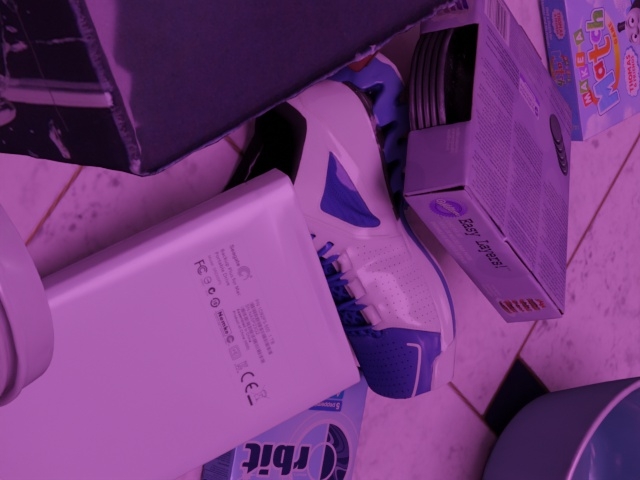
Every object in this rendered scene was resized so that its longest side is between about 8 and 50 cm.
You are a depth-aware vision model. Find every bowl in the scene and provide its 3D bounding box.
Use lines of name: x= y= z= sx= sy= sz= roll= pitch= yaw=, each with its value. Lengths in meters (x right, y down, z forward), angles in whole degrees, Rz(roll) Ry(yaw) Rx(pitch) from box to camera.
bowl: x=0.287 y=0.284 z=1.582 sx=0.312 sy=0.163 sz=0.311 roll=-8 pitch=102 yaw=-43

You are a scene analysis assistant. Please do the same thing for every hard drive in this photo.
hard drive: x=-0.133 y=0.096 z=1.174 sx=0.308 sy=0.040 sz=0.203 roll=-26 pitch=115 yaw=-15

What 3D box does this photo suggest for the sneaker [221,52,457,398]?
sneaker: x=0.000 y=-0.001 z=1.308 sx=0.182 sy=0.127 sz=0.315 roll=-20 pitch=102 yaw=-35

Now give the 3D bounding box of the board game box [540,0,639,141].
board game box: x=0.333 y=-0.218 z=1.631 sx=0.211 sy=0.039 sz=0.160 roll=-26 pitch=114 yaw=-36

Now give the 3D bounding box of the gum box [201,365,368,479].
gum box: x=-0.034 y=0.201 z=1.353 sx=0.157 sy=0.041 sz=0.184 roll=11 pitch=89 yaw=-44

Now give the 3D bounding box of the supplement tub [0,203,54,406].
supplement tub: x=-0.358 y=0.085 z=0.898 sx=0.331 sy=0.241 sz=0.241 roll=-34 pitch=118 yaw=-34

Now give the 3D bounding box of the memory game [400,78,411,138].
memory game: x=0.147 y=-0.124 z=1.490 sx=0.186 sy=0.012 sz=0.186 roll=-8 pitch=102 yaw=-43

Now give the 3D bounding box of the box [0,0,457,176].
box: x=-0.203 y=-0.323 z=0.820 sx=0.297 sy=0.472 sz=0.479 roll=-35 pitch=118 yaw=-34

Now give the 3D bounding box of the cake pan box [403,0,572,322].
cake pan box: x=0.164 y=-0.086 z=1.374 sx=0.267 sy=0.070 sz=0.245 roll=45 pitch=42 yaw=-50

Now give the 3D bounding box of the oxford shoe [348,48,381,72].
oxford shoe: x=0.067 y=-0.310 z=1.316 sx=0.130 sy=0.123 sz=0.348 roll=33 pitch=53 yaw=-6
